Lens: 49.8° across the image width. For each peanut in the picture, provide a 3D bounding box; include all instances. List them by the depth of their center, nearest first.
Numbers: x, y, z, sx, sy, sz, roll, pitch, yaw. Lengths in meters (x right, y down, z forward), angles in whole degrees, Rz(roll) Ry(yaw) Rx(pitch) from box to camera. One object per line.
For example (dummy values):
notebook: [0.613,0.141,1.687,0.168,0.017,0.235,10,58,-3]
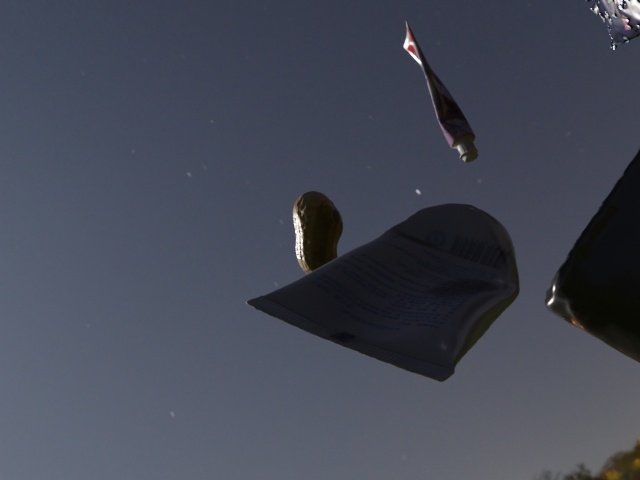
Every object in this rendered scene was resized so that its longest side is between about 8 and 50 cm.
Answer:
peanut: [0.000,0.000,1.611,0.120,0.110,0.236,-40,-54,-56]

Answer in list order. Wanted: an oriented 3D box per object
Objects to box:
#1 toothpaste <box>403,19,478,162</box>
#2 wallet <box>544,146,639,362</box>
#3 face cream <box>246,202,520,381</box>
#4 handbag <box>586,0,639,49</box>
toothpaste: [0.223,-0.280,1.309,0.048,0.300,0.075,-30,-21,22]
wallet: [0.389,0.066,0.478,0.228,0.406,0.062,-48,-23,-25]
face cream: [0.126,0.049,0.866,0.420,0.235,0.137,-23,-52,-55]
handbag: [0.568,-0.453,1.238,0.113,0.162,0.260,-28,-4,5]
